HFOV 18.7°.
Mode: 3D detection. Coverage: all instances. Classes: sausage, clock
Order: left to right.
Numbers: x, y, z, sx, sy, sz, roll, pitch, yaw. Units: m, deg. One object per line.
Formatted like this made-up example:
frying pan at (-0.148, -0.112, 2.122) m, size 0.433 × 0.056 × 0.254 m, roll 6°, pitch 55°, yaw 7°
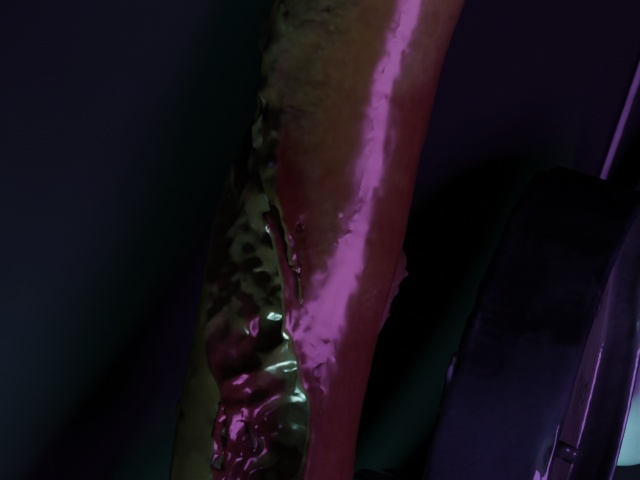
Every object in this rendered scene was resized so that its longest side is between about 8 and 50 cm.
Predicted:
sausage at (-0.001, -0.001, 0.715) m, size 0.079 × 0.087 × 0.327 m, roll 10°, pitch 96°, yaw -31°
clock at (0.107, 0.101, 0.959) m, size 0.280 × 0.055 × 0.281 m, roll 14°, pitch 90°, yaw -74°

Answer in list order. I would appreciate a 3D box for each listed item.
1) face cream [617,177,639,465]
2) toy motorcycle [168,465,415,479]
face cream at (0.218, -0.008, 1.101) m, size 0.144 × 0.071 × 0.291 m, roll -31°, pitch 142°, yaw -43°
toy motorcycle at (0.016, 0.149, 0.787) m, size 0.122 × 0.213 × 0.082 m, roll -35°, pitch 146°, yaw -54°
